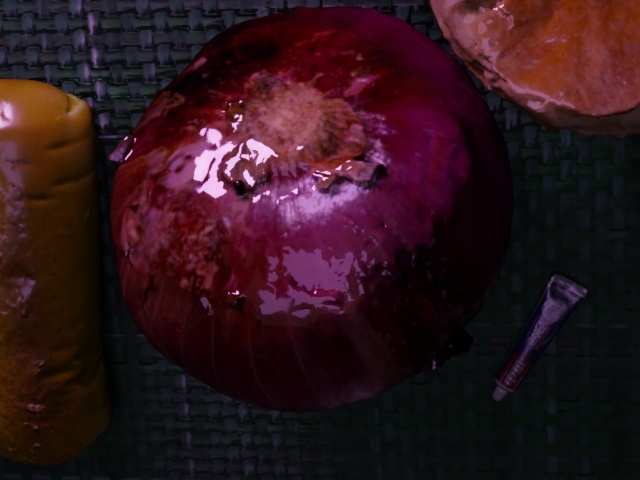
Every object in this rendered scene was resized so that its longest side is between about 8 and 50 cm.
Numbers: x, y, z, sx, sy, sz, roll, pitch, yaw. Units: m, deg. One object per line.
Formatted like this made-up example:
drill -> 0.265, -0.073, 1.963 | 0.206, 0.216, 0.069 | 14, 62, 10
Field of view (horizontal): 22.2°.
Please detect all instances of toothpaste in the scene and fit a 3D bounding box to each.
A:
toothpaste -> 0.196, 0.093, 1.511 | 0.037, 0.021, 0.140 | 28, 111, -4

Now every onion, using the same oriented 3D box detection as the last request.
onion -> 0.000, 0.000, 1.384 | 0.347, 0.348, 0.385 | 0, 150, 10

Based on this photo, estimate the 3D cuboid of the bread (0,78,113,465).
bread -> -0.287, 0.037, 1.524 | 0.166, 0.112, 0.383 | 4, 112, 8

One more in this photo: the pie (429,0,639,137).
pie -> 0.243, -0.238, 1.305 | 0.339, 0.083, 0.339 | -1, 99, -3
